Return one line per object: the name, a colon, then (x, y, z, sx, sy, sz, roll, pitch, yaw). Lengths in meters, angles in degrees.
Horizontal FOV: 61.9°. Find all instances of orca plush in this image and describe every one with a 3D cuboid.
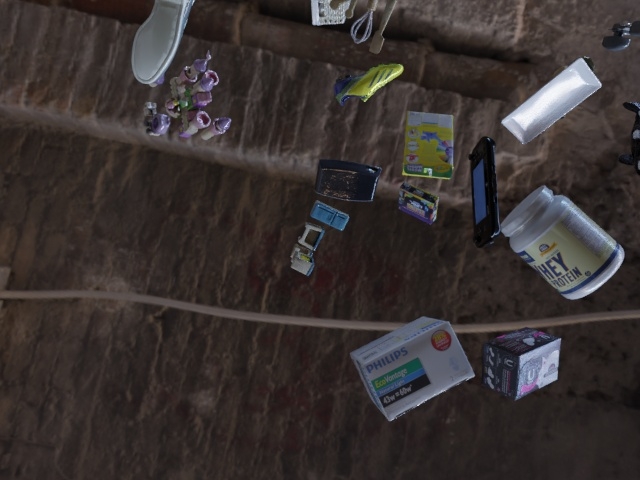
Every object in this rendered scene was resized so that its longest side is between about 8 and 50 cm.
orca plush: (0.828, -0.252, 1.408, 0.102, 0.151, 0.287, -26, -131, 39)

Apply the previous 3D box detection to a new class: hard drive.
hard drive: (0.109, -0.239, 2.178, 0.054, 0.255, 0.171, -86, -174, -48)

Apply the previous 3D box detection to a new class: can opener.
can opener: (0.999, -0.639, 1.661, 0.280, 0.074, 0.093, -117, -145, -70)

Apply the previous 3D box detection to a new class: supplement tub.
supplement tub: (0.770, 0.003, 1.727, 0.235, 0.325, 0.235, -46, 175, -5)

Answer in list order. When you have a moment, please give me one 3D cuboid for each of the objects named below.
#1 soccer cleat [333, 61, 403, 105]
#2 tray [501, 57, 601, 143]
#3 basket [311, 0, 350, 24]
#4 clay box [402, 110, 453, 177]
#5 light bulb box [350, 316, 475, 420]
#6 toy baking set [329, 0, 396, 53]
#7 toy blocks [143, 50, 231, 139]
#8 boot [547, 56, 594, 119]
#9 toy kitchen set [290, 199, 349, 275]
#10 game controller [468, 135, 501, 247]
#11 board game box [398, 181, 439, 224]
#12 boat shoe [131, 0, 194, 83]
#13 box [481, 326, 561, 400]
soccer cleat: (0.195, -0.620, 2.128, 0.093, 0.289, 0.121, -3, 78, -75)
tray: (0.683, -0.416, 1.597, 0.270, 0.145, 0.030, -40, -139, 27)
basket: (0.036, -0.764, 1.679, 0.113, 0.103, 0.167, 87, 13, -49)
clay box: (0.286, -0.245, 1.421, 0.053, 0.128, 0.221, 88, 10, -58)
light bulb box: (0.332, 0.469, 2.036, 0.225, 0.358, 0.361, 64, -5, 3)
toy baking set: (0.129, -0.635, 1.405, 0.197, 0.256, 0.030, -36, 173, 36)
toy blocks: (-0.512, -0.576, 2.137, 0.260, 0.309, 0.288, -17, -99, 44)
boot: (0.882, -0.579, 1.918, 0.269, 0.089, 0.236, -59, 174, -51)
toy kitchen set: (0.000, 0.000, 1.727, 0.166, 0.122, 0.207, -101, -144, -75)
game controller: (0.481, -0.141, 1.573, 0.166, 0.067, 0.318, 60, 29, -74)
board game box: (0.421, -0.162, 2.310, 0.048, 0.170, 0.141, -46, 151, -28)
boat shoe: (-0.390, -0.555, 1.387, 0.099, 0.116, 0.319, -20, 132, -76)
box: (0.682, 0.412, 1.808, 0.142, 0.248, 0.163, 16, -70, 53)
